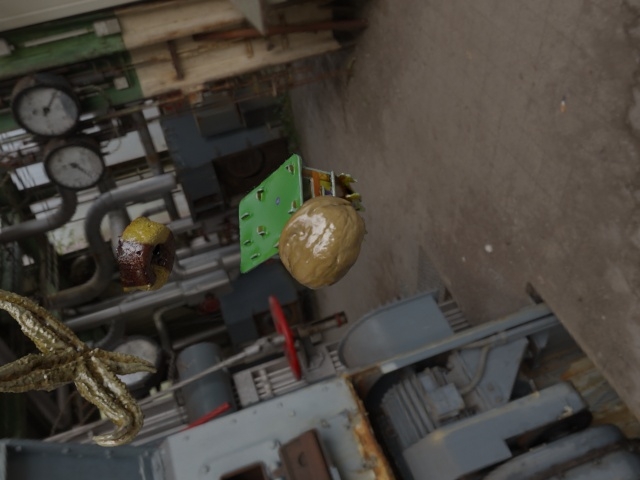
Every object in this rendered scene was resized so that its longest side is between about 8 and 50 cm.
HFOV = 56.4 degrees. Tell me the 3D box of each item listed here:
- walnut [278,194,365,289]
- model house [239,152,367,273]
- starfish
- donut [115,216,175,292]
[{"bbox_3d":[0.000,0.000,1.027,0.149,0.166,0.166,28,-159,-36],"label":"walnut"},{"bbox_3d":[-0.031,-0.036,1.668,0.358,0.313,0.242,-34,52,48],"label":"model house"},{"bbox_3d":[-0.552,0.258,1.230,0.082,0.432,0.324,-56,12,17],"label":"starfish"},{"bbox_3d":[-0.309,0.030,1.069,0.140,0.059,0.140,10,-90,-78],"label":"donut"}]
